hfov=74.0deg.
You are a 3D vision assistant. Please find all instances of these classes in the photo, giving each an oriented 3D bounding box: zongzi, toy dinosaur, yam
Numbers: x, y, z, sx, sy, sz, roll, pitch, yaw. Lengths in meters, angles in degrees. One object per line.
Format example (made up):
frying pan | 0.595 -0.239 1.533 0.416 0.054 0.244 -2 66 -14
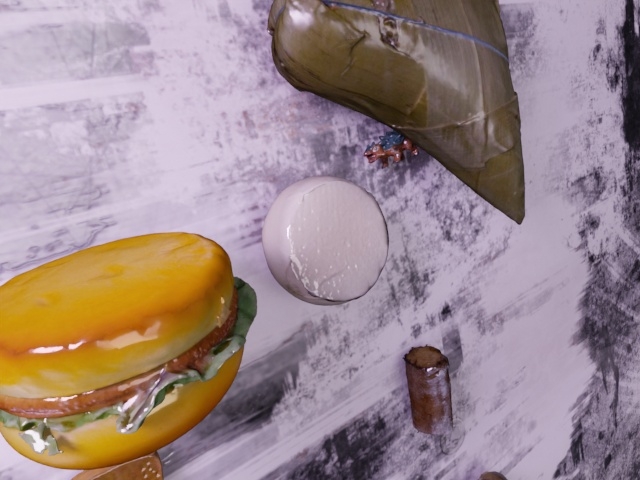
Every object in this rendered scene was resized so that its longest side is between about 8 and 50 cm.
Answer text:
zongzi | 0.123 -0.182 0.578 0.355 0.174 0.394 -13 89 -28
toy dinosaur | 0.124 -0.153 0.681 0.154 0.049 0.055 -30 97 -33
yam | 0.190 0.264 0.746 0.079 0.079 0.141 -14 104 -31

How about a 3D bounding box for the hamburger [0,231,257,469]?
hamburger | -0.179 0.102 0.403 0.245 0.246 0.170 -19 116 -30

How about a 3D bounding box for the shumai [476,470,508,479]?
shumai | 0.300 0.638 0.817 0.262 0.267 0.314 -14 73 -1

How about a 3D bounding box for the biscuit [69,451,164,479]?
biscuit | -0.264 0.345 0.492 0.141 0.028 0.221 30 79 -32

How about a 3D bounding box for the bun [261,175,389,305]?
bun | 0.000 0.000 0.574 0.172 0.119 0.173 2 87 -30
